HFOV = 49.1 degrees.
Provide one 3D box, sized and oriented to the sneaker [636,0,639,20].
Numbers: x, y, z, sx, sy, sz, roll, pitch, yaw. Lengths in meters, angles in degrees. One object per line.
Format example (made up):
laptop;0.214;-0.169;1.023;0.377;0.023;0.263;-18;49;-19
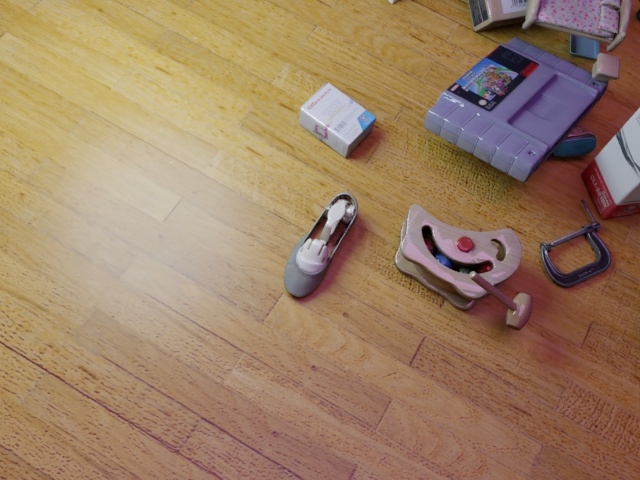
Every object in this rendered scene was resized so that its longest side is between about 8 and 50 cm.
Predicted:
sneaker;0.782;-0.531;1.572;0.170;0.089;0.051;-4;65;-9

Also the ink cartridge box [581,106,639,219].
ink cartridge box;0.638;-0.159;1.273;0.197;0.273;0.114;-9;66;-11

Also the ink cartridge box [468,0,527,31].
ink cartridge box;0.433;-0.570;1.509;0.235;0.088;0.193;-14;95;-13

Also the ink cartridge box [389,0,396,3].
ink cartridge box;0.214;-0.661;1.463;0.198;0.273;0.114;-35;76;-20

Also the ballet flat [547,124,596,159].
ballet flat;0.441;-0.195;1.391;0.206;0.073;0.067;-3;39;-11

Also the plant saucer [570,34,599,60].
plant saucer;0.587;-0.480;1.563;0.067;0.018;0.192;11;63;-2

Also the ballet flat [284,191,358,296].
ballet flat;0.000;0.000;1.231;0.072;0.068;0.213;29;65;7

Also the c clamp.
c clamp;0.473;0.012;1.313;0.161;0.022;0.137;-27;76;-20

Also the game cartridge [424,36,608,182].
game cartridge;0.384;-0.270;1.361;0.230;0.068;0.355;36;54;17

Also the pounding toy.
pounding toy;0.263;0.021;1.204;0.270;0.155;0.154;33;69;9

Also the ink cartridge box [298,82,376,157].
ink cartridge box;0.031;-0.233;1.356;0.122;0.052;0.088;39;66;10

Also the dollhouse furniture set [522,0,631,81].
dollhouse furniture set;0.474;-0.526;1.346;0.304;0.174;0.355;11;74;-7
